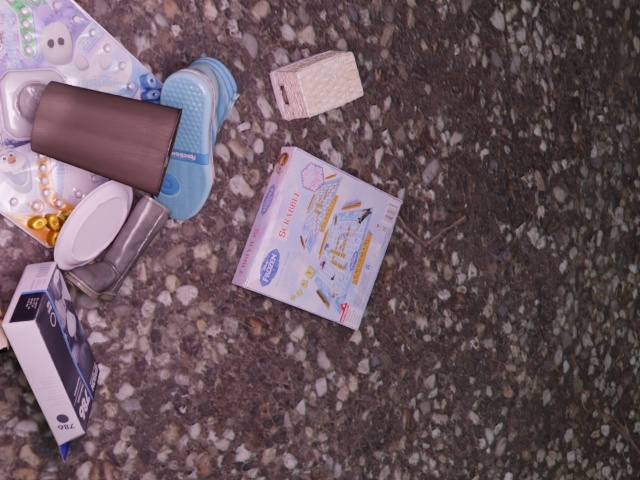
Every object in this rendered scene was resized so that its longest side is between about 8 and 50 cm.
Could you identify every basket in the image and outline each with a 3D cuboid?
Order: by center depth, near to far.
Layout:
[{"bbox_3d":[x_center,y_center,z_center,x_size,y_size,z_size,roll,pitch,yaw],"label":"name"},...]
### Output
[{"bbox_3d":[-0.371,-0.182,1.536,0.227,0.204,0.154,16,71,-8],"label":"basket"},{"bbox_3d":[-0.004,-0.333,1.883,0.167,0.103,0.113,-27,110,-29],"label":"basket"}]

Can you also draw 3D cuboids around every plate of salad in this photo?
[{"bbox_3d":[-0.420,-0.033,1.620,0.048,0.200,0.200,34,72,14],"label":"plate of salad"}]

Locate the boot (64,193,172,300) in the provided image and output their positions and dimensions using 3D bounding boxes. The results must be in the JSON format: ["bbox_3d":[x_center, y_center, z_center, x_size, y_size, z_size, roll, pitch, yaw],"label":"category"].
[{"bbox_3d":[-0.368,0.009,1.639,0.076,0.189,0.208,39,89,6],"label":"boot"}]

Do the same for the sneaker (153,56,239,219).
[{"bbox_3d":[-0.235,-0.209,1.737,0.208,0.127,0.319,-65,172,-57],"label":"sneaker"}]

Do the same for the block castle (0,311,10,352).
[{"bbox_3d":[-0.745,0.107,1.375,0.453,0.213,0.302,-24,108,-32],"label":"block castle"}]

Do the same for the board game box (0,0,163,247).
[{"bbox_3d":[-0.509,-0.247,1.592,0.390,0.050,0.390,43,72,-29],"label":"board game box"}]

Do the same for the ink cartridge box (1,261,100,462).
[{"bbox_3d":[-0.456,0.217,1.554,0.065,0.165,0.332,-7,126,2],"label":"ink cartridge box"}]

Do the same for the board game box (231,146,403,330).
[{"bbox_3d":[0.000,0.000,1.944,0.318,0.066,0.318,25,82,-33],"label":"board game box"}]
